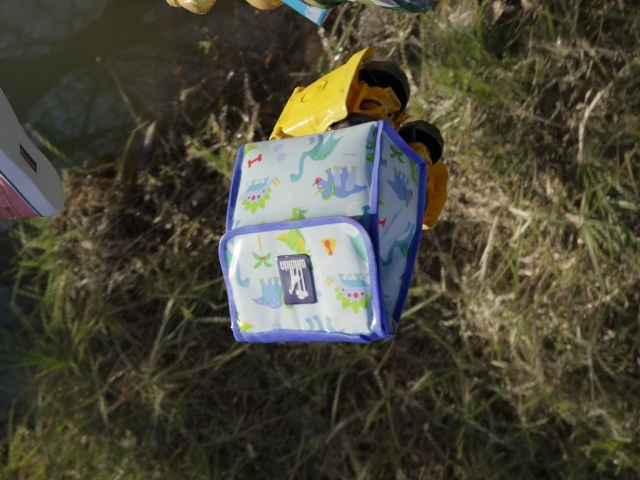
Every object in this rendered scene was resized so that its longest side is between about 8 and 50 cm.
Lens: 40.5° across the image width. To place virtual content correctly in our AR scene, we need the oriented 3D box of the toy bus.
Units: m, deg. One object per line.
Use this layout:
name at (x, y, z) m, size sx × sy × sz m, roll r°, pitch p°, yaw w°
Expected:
toy bus at (0.032, -0.104, 1.117) m, size 0.211 × 0.149 × 0.220 m, roll -19°, pitch 124°, yaw 33°

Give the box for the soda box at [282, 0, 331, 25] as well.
soda box at (-0.065, -0.326, 0.941) m, size 0.210 × 0.067 × 0.071 m, roll 33°, pitch 86°, yaw -6°

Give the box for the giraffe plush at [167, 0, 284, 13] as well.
giraffe plush at (-0.088, -0.369, 1.110) m, size 0.210 × 0.170 × 0.181 m, roll -40°, pitch 54°, yaw 31°

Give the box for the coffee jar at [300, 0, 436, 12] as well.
coffee jar at (0.036, -0.249, 0.751) m, size 0.079 × 0.096 × 0.184 m, roll 32°, pitch 176°, yaw -35°

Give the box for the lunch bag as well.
lunch bag at (0.000, 0.000, 0.629) m, size 0.129 × 0.151 × 0.096 m, roll -5°, pitch 158°, yaw 31°

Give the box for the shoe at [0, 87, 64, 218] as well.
shoe at (-0.283, -0.070, 0.705) m, size 0.081 × 0.063 × 0.178 m, roll -13°, pitch 147°, yaw 4°
